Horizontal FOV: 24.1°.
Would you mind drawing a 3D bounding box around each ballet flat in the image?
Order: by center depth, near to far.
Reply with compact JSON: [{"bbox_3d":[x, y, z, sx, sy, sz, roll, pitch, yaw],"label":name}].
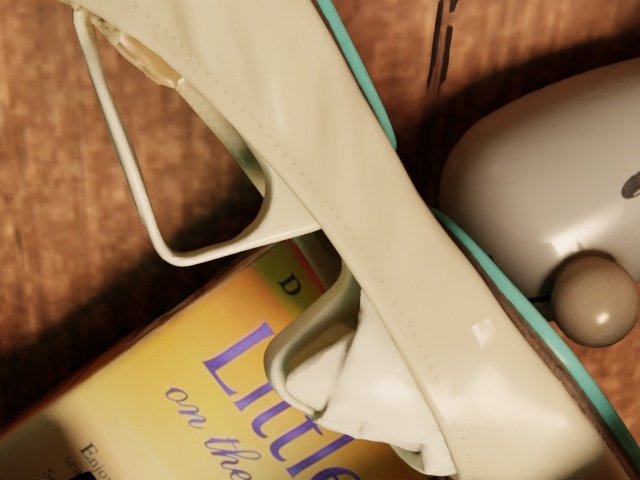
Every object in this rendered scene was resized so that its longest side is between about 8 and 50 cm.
[{"bbox_3d":[0.000,0.000,0.427,0.086,0.086,0.248,-31,100,21],"label":"ballet flat"}]

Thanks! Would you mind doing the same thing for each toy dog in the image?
[{"bbox_3d":[0.205,-0.037,0.410,0.220,0.161,0.333,28,124,-27],"label":"toy dog"}]

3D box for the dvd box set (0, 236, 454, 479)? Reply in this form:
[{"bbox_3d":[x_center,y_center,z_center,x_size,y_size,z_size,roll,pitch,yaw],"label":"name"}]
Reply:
[{"bbox_3d":[-0.067,0.214,0.591,0.420,0.062,0.308,-36,97,24],"label":"dvd box set"}]

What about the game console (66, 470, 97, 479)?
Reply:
[{"bbox_3d":[0.003,0.153,0.454,0.361,0.044,0.213,-26,96,34],"label":"game console"}]
